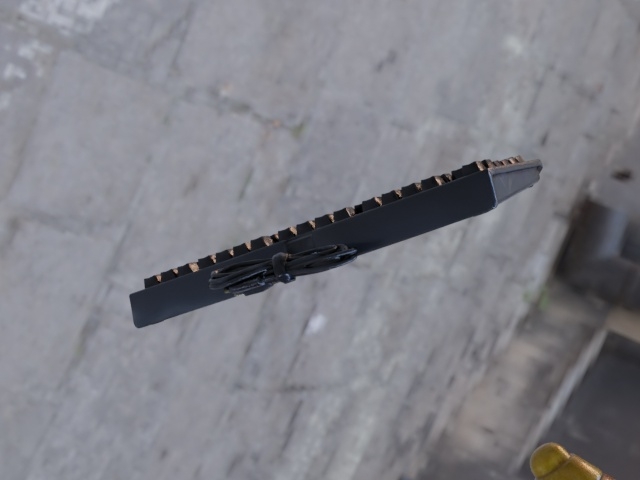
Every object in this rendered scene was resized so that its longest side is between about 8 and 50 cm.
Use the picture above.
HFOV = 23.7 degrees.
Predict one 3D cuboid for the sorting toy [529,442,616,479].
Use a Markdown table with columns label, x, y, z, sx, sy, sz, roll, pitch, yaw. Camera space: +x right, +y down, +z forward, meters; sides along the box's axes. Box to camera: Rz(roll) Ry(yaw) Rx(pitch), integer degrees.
| label | x | y | z | sx | sy | sz | roll | pitch | yaw |
| --- | --- | --- | --- | --- | --- | --- | --- | --- | --- |
| sorting toy | 0.280 | 0.115 | 0.996 | 0.366 | 0.126 | 0.127 | -36 | 178 | 4 |

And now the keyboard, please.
| label | x | y | z | sx | sy | sz | roll | pitch | yaw |
| --- | --- | --- | --- | --- | --- | --- | --- | --- | --- |
| keyboard | 0.000 | 0.000 | 0.658 | 0.108 | 0.180 | 0.023 | -26 | 96 | -63 |
